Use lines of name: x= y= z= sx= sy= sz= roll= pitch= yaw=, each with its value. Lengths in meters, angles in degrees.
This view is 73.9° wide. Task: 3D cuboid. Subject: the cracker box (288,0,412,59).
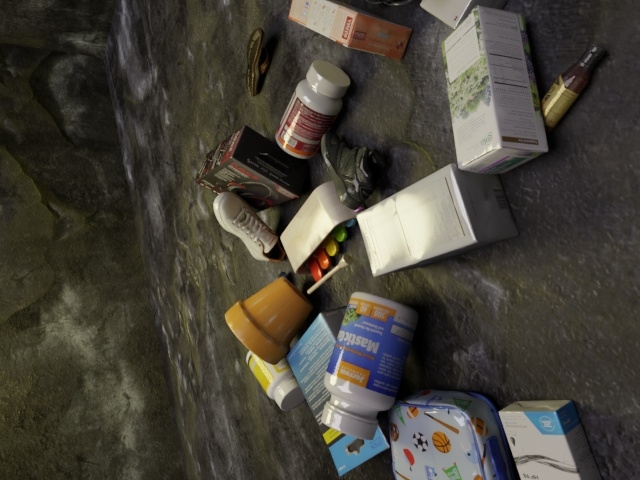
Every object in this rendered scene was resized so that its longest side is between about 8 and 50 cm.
cracker box: x=0.058 y=-0.463 z=0.907 sx=0.232 sy=0.156 sz=0.067 roll=46 pitch=130 yaw=39

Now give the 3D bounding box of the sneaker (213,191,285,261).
sneaker: x=-0.194 y=-0.037 z=1.265 sx=0.123 sy=0.290 sz=0.105 roll=12 pitch=62 yaw=39

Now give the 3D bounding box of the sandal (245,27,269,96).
sandal: x=-0.189 y=-0.545 z=1.310 sx=0.219 sy=0.060 sz=0.089 roll=105 pitch=146 yaw=-48

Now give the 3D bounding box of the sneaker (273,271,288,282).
sneaker: x=-0.118 y=0.201 z=1.327 sx=0.082 sy=0.069 sz=0.209 roll=18 pitch=104 yaw=19

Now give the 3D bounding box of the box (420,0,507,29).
box: x=0.249 y=-0.417 z=0.720 sx=0.101 sy=0.087 sz=0.101 roll=56 pitch=135 yaw=32

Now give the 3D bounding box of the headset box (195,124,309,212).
headset box: x=-0.193 y=-0.194 z=1.212 sx=0.293 sy=0.218 sz=0.110 roll=-12 pitch=56 yaw=52

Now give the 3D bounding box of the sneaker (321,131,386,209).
sneaker: x=0.080 y=-0.191 z=0.987 sx=0.130 sy=0.087 sz=0.227 roll=-39 pitch=48 yaw=27

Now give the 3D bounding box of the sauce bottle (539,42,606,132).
sauce bottle: x=0.367 y=-0.225 z=0.633 sx=0.042 sy=0.042 sz=0.128 roll=54 pitch=132 yaw=34

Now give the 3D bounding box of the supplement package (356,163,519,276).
supplement package: x=0.206 y=-0.031 z=0.795 sx=0.244 sy=0.134 sz=0.138 roll=-27 pitch=74 yaw=51

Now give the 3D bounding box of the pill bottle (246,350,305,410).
pill bottle: x=-0.134 y=0.415 z=1.322 sx=0.208 sy=0.119 sz=0.119 roll=42 pitch=126 yaw=42

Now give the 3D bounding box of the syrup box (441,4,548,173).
syrup box: x=0.271 y=-0.233 z=0.674 sx=0.093 sy=0.097 sz=0.236 roll=148 pitch=119 yaw=-67

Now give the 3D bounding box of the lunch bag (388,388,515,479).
lunch bag: x=0.259 y=0.448 z=0.818 sx=0.243 sy=0.115 sz=0.302 roll=-21 pitch=78 yaw=50

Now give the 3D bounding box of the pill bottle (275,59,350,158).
pill bottle: x=-0.020 y=-0.322 z=1.061 sx=0.221 sy=0.121 sz=0.121 roll=-55 pitch=53 yaw=41

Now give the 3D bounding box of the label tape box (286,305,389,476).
label tape box: x=0.062 y=0.371 z=1.067 sx=0.333 sy=0.106 sz=0.240 roll=60 pitch=138 yaw=27

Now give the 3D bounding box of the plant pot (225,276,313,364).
plant pot: x=-0.130 y=0.211 z=1.206 sx=0.188 sy=0.205 sz=0.205 roll=-45 pitch=50 yaw=-1

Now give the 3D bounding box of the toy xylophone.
toy xylophone: x=0.000 y=0.000 z=1.114 sx=0.323 sy=0.081 sz=0.236 roll=-39 pitch=64 yaw=48

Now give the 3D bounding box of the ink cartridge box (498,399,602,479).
ink cartridge box: x=0.378 y=0.358 z=0.688 sx=0.104 sy=0.060 sz=0.179 roll=-30 pitch=71 yaw=50

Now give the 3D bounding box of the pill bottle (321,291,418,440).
pill bottle: x=0.096 y=0.256 z=0.884 sx=0.152 sy=0.152 sz=0.271 roll=1 pitch=67 yaw=53

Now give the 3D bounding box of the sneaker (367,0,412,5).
sneaker: x=0.125 y=-0.483 z=0.773 sx=0.299 sy=0.121 sz=0.111 roll=-118 pitch=44 yaw=-70
